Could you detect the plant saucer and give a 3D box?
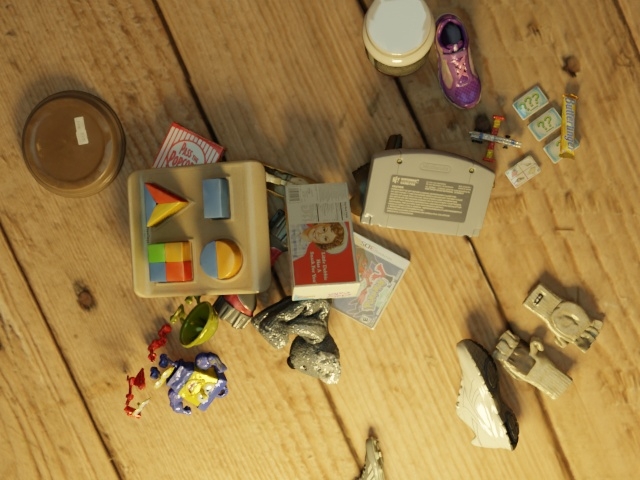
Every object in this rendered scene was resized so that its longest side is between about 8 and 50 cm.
[{"bbox_3d":[-0.639,-0.246,1.841,0.278,0.041,0.277,0,95,5],"label":"plant saucer"}]

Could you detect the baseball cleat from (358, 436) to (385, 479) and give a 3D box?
[{"bbox_3d":[0.119,0.608,1.839,0.110,0.072,0.205,-12,91,13],"label":"baseball cleat"}]

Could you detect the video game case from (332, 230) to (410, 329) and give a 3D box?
[{"bbox_3d":[0.100,0.096,1.813,0.184,0.023,0.201,28,98,2],"label":"video game case"}]

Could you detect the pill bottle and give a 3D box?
[{"bbox_3d":[0.176,-0.465,1.619,0.161,0.283,0.161,1,96,5],"label":"pill bottle"}]

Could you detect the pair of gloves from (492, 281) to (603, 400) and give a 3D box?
[{"bbox_3d":[0.558,0.249,1.777,0.204,0.042,0.240,31,96,5],"label":"pair of gloves"}]

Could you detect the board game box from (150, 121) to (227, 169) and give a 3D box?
[{"bbox_3d":[-0.345,-0.180,1.816,0.147,0.045,0.193,27,97,2],"label":"board game box"}]

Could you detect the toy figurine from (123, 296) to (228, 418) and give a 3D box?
[{"bbox_3d":[-0.315,0.322,1.843,0.217,0.191,0.362,32,100,-27],"label":"toy figurine"}]

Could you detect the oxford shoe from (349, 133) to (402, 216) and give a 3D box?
[{"bbox_3d":[0.128,-0.165,1.756,0.096,0.083,0.227,28,97,4],"label":"oxford shoe"}]

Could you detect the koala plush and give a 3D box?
[{"bbox_3d":[-0.026,0.241,1.751,0.203,0.196,0.221,-30,96,-10],"label":"koala plush"}]

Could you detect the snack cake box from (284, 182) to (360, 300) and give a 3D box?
[{"bbox_3d":[0.000,0.000,1.684,0.152,0.089,0.264,-3,66,-6],"label":"snack cake box"}]

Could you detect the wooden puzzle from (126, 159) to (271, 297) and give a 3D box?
[{"bbox_3d":[-0.302,-0.026,1.738,0.348,0.080,0.321,-3,89,11],"label":"wooden puzzle"}]

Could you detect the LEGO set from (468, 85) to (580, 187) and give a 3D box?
[{"bbox_3d":[0.475,-0.232,1.728,0.244,0.060,0.182,-35,91,5],"label":"LEGO set"}]

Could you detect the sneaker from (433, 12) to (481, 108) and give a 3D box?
[{"bbox_3d":[0.321,-0.428,1.701,0.095,0.104,0.236,-16,95,5],"label":"sneaker"}]

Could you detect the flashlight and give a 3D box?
[{"bbox_3d":[-0.146,0.078,1.799,0.103,0.103,0.304,34,97,-39],"label":"flashlight"}]

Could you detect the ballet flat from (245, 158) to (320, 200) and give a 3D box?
[{"bbox_3d":[-0.098,-0.138,1.783,0.232,0.073,0.080,19,95,3],"label":"ballet flat"}]

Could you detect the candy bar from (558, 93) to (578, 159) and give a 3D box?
[{"bbox_3d":[0.593,-0.273,1.720,0.040,0.018,0.161,5,87,-6],"label":"candy bar"}]

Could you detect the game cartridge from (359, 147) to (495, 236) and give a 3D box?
[{"bbox_3d":[0.255,-0.117,1.707,0.298,0.062,0.198,7,107,-8],"label":"game cartridge"}]

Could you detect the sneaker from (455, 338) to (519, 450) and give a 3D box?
[{"bbox_3d":[0.384,0.387,1.771,0.129,0.111,0.297,-18,93,32],"label":"sneaker"}]
